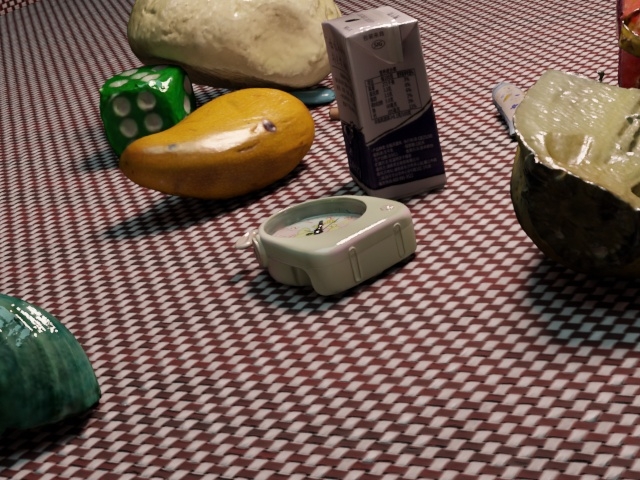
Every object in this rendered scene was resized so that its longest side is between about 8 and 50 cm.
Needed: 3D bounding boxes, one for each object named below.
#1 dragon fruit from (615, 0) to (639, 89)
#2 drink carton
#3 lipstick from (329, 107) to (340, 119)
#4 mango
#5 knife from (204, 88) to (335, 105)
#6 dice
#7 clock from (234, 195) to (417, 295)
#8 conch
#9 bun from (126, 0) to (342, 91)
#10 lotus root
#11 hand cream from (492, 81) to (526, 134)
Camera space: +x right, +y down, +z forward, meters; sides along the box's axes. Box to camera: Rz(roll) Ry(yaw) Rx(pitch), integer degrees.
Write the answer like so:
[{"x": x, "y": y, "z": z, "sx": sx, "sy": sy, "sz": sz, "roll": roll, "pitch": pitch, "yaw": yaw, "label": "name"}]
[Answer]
[{"x": 0.473, "y": -0.292, "z": 1.839, "sx": 0.147, "sy": 0.211, "sz": 0.282, "roll": -1, "pitch": 14, "yaw": 13, "label": "dragon fruit"}, {"x": 0.078, "y": -0.176, "z": 1.723, "sx": 0.102, "sy": 0.222, "sz": 0.134, "roll": -15, "pitch": 20, "yaw": -6, "label": "drink carton"}, {"x": 0.057, "y": -0.198, "z": 2.097, "sx": 0.094, "sy": 0.019, "sz": 0.019, "roll": 0, "pitch": 23, "yaw": 30, "label": "lipstick"}, {"x": -0.131, "y": -0.121, "z": 1.862, "sx": 0.177, "sy": 0.120, "sz": 0.295, "roll": 18, "pitch": 37, "yaw": 42, "label": "mango"}, {"x": -0.085, "y": -0.225, "z": 2.243, "sx": 0.222, "sy": 0.031, "sz": 0.064, "roll": -5, "pitch": 17, "yaw": 9, "label": "knife"}, {"x": -0.269, "y": -0.200, "z": 2.135, "sx": 0.131, "sy": 0.128, "sz": 0.120, "roll": -7, "pitch": 21, "yaw": 13, "label": "dice"}, {"x": 0.000, "y": 0.000, "z": 1.530, "sx": 0.151, "sy": 0.062, "sz": 0.191, "roll": -28, "pitch": 24, "yaw": -35, "label": "clock"}, {"x": -0.330, "y": 0.127, "z": 1.273, "sx": 0.196, "sy": 0.134, "sz": 0.202, "roll": -1, "pitch": 22, "yaw": 33, "label": "conch"}, {"x": -0.136, "y": -0.369, "z": 2.244, "sx": 0.352, "sy": 0.227, "sz": 0.349, "roll": 7, "pitch": 0, "yaw": 34, "label": "bun"}, {"x": 0.310, "y": -0.041, "z": 1.350, "sx": 0.267, "sy": 0.149, "sz": 0.260, "roll": 15, "pitch": 33, "yaw": 19, "label": "lotus root"}, {"x": 0.273, "y": -0.186, "z": 1.899, "sx": 0.065, "sy": 0.043, "sz": 0.171, "roll": -26, "pitch": 21, "yaw": 4, "label": "hand cream"}]
